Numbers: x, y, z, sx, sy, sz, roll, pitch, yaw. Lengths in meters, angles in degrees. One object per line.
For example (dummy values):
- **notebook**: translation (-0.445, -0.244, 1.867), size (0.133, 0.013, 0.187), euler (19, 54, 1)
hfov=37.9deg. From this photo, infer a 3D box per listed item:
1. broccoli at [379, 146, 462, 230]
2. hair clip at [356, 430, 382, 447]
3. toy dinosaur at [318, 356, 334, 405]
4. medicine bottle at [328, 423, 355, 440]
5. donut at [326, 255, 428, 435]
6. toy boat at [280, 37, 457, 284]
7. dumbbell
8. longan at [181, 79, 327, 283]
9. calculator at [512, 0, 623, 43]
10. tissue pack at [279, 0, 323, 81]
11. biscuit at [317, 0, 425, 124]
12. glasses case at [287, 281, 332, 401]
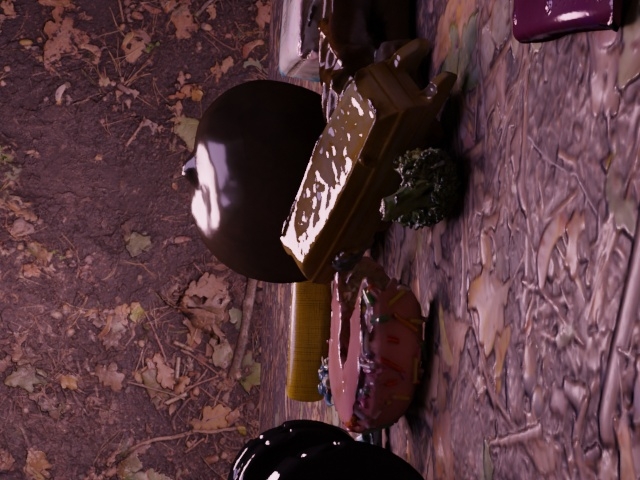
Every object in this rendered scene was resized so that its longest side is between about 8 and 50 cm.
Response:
- **broccoli**: translation (0.093, -0.048, 0.922), size (0.097, 0.092, 0.095), euler (32, 142, 63)
- **hair clip**: translation (0.069, 0.253, 1.192), size (0.049, 0.049, 0.173), euler (105, 164, -56)
- **toy dinosaur**: translation (0.013, 0.240, 1.592), size (0.047, 0.030, 0.083), euler (133, 138, -81)
- **medicine bottle**: translation (-0.006, 0.365, 1.329), size (0.135, 0.135, 0.169), euler (101, 169, -48)
- **donut**: translation (0.063, 0.125, 1.086), size (0.233, 0.085, 0.199), euler (-129, 43, -77)
- **toy boat**: translation (0.054, -0.073, 1.006), size (0.089, 0.115, 0.310), euler (55, 138, 33)
- **dumbbell**: translation (0.002, 0.285, 0.960), size (0.388, 0.185, 0.185), euler (148, 124, -77)
- **longan**: translation (-0.055, -0.082, 1.310), size (0.297, 0.297, 0.298), euler (-178, 90, -82)
- **calculator**: translation (0.167, -0.202, 0.642), size (0.190, 0.034, 0.127), euler (-130, 41, -79)
- **tissue pack**: translation (0.005, -0.368, 1.499), size (0.271, 0.124, 0.202), euler (-154, 66, -82)
- **biscuit**: translation (0.065, -0.298, 1.094), size (0.268, 0.115, 0.367), euler (-108, 23, -65)
- **glasses case**: translation (-0.018, 0.171, 1.667), size (0.064, 0.079, 0.234), euler (-104, 17, -86)
